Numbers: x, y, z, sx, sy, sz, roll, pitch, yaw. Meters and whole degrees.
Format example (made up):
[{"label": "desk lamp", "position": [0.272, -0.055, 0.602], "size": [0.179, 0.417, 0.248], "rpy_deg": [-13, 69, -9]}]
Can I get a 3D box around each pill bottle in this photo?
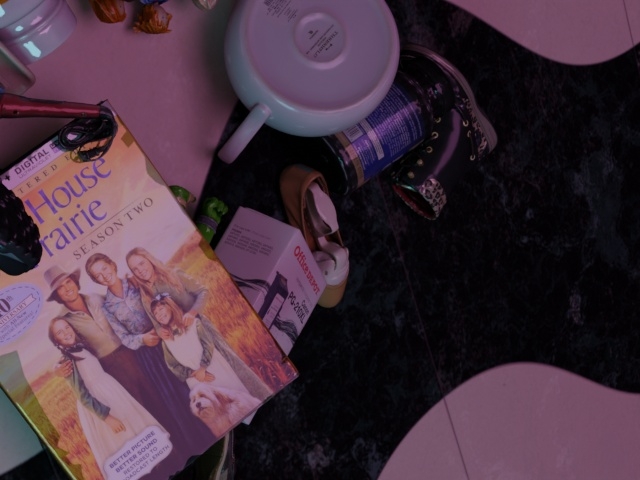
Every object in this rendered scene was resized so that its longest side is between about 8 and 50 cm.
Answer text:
[{"label": "pill bottle", "position": [-0.386, -0.324, 1.680], "size": [0.136, 0.136, 0.245], "rpy_deg": [-49, 125, -27]}, {"label": "pill bottle", "position": [0.083, -0.170, 2.111], "size": [0.219, 0.123, 0.123], "rpy_deg": [-35, 118, -20]}]

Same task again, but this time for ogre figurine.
[{"label": "ogre figurine", "position": [-0.216, -0.018, 1.904], "size": [0.197, 0.097, 0.118], "rpy_deg": [25, 66, -53]}]

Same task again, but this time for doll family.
[{"label": "doll family", "position": [-0.227, -0.345, 1.859], "size": [0.263, 0.118, 0.163], "rpy_deg": [-8, 95, -60]}]

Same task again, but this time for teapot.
[{"label": "teapot", "position": [-0.025, -0.243, 1.999], "size": [0.256, 0.187, 0.252], "rpy_deg": [-6, 80, -16]}]

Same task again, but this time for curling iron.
[{"label": "curling iron", "position": [-0.357, -0.138, 1.667], "size": [0.274, 0.035, 0.068], "rpy_deg": [9, 89, -28]}]

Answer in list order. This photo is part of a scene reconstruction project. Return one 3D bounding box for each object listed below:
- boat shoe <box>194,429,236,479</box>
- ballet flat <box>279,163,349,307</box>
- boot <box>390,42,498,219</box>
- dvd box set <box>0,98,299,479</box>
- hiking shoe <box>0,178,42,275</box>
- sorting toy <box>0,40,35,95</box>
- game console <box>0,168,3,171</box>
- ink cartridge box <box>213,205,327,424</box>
[{"label": "boat shoe", "position": [-0.143, 0.314, 2.044], "size": [0.049, 0.056, 0.152], "rpy_deg": [2, 104, -47]}, {"label": "ballet flat", "position": [0.000, 0.000, 2.116], "size": [0.080, 0.073, 0.232], "rpy_deg": [-36, 118, -33]}, {"label": "boot", "position": [0.162, -0.164, 2.238], "size": [0.178, 0.085, 0.236], "rpy_deg": [-54, 125, -20]}, {"label": "dvd box set", "position": [-0.260, 0.086, 1.773], "size": [0.307, 0.062, 0.420], "rpy_deg": [-37, 103, -16]}, {"label": "hiking shoe", "position": [-0.455, -0.041, 1.633], "size": [0.304, 0.113, 0.132], "rpy_deg": [33, 116, -16]}, {"label": "sorting toy", "position": [-0.452, -0.170, 1.650], "size": [0.208, 0.038, 0.193], "rpy_deg": [-43, 126, 0]}, {"label": "game console", "position": [-0.377, -0.024, 1.768], "size": [0.107, 0.071, 0.122], "rpy_deg": [18, 83, -50]}, {"label": "ink cartridge box", "position": [-0.101, 0.101, 1.981], "size": [0.237, 0.100, 0.172], "rpy_deg": [-61, 155, -19]}]
